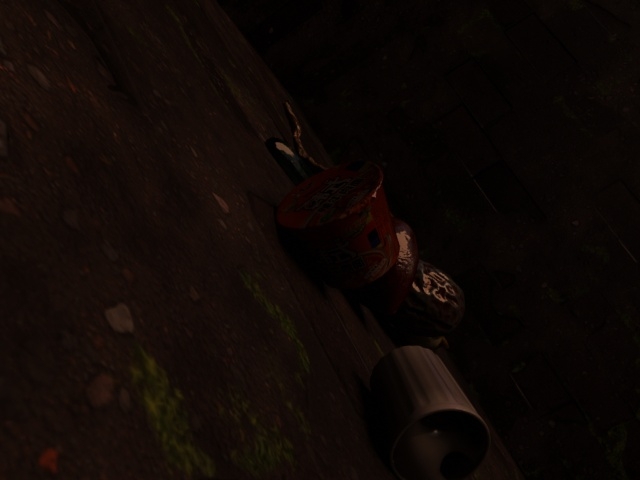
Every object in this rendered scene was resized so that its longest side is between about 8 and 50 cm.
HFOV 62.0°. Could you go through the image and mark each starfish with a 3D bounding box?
[{"bbox_3d":[-0.010,-0.305,2.100,0.398,0.132,0.384,48,-6,39],"label":"starfish"}]

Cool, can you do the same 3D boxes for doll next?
[{"bbox_3d":[0.349,0.311,1.900,0.278,0.175,0.149,-51,141,-74],"label":"doll"}]

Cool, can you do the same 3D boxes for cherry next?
[{"bbox_3d":[0.156,0.061,1.426,0.203,0.230,0.300,21,48,-33],"label":"cherry"}]

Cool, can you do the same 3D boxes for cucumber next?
[{"bbox_3d":[-0.085,-0.239,1.676,0.244,0.063,0.115,46,14,-47],"label":"cucumber"}]

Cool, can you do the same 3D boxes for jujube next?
[{"bbox_3d":[0.295,0.165,1.677,0.308,0.215,0.246,24,24,-24],"label":"jujube"}]

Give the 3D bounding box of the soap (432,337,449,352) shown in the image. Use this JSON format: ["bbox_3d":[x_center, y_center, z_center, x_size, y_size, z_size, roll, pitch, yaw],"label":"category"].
[{"bbox_3d":[0.440,0.365,2.305,0.324,0.096,0.204,43,16,-56],"label":"soap"}]

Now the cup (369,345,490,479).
[{"bbox_3d":[0.169,0.321,0.945,0.167,0.221,0.202,19,19,-15],"label":"cup"}]

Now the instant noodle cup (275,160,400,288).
[{"bbox_3d":[0.054,-0.028,1.171,0.192,0.250,0.250,61,6,-29],"label":"instant noodle cup"}]

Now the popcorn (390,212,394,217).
[{"bbox_3d":[0.218,-0.065,2.313,0.190,0.191,0.253,45,16,10],"label":"popcorn"}]
